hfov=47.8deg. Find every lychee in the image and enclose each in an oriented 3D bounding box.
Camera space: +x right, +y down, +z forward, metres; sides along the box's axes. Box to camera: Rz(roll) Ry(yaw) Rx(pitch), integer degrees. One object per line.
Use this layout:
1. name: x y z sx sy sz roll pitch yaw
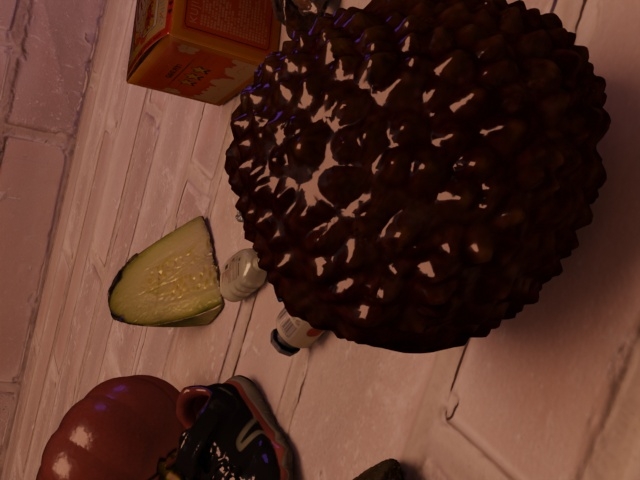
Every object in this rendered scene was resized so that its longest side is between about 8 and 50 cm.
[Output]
1. lychee: 0.070 -0.054 0.595 0.330 0.306 0.306 -35 47 23

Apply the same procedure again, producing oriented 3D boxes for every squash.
1. squash: -0.301 0.084 1.366 0.204 0.154 0.237 -59 33 36

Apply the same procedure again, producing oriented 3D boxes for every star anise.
1. star anise: -0.020 -0.399 1.099 0.212 0.073 0.197 -53 36 43

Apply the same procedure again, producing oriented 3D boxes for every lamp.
1. lamp: -0.324 0.380 1.214 0.305 0.239 0.305 -58 -16 -27

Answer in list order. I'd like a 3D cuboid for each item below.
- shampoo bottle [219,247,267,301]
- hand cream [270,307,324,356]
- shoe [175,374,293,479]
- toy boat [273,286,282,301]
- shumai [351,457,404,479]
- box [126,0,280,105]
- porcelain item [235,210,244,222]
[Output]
1. shampoo bottle: -0.111 0.045 1.142 0.152 0.045 0.077 -35 49 55
2. hand cream: 0.022 0.048 0.899 0.276 0.059 0.095 -51 38 33
3. shoe: -0.129 0.291 0.997 0.291 0.137 0.114 53 127 52
4. toy boat: 0.000 0.000 0.956 0.229 0.045 0.080 -54 37 38
5. shumai: 0.059 0.283 0.731 0.099 0.123 0.087 -38 82 14
6. box: -0.214 -0.432 1.318 0.259 0.213 0.284 -13 69 57
7. porcelain item: -0.119 -0.059 1.208 0.083 0.028 0.036 -52 41 42
